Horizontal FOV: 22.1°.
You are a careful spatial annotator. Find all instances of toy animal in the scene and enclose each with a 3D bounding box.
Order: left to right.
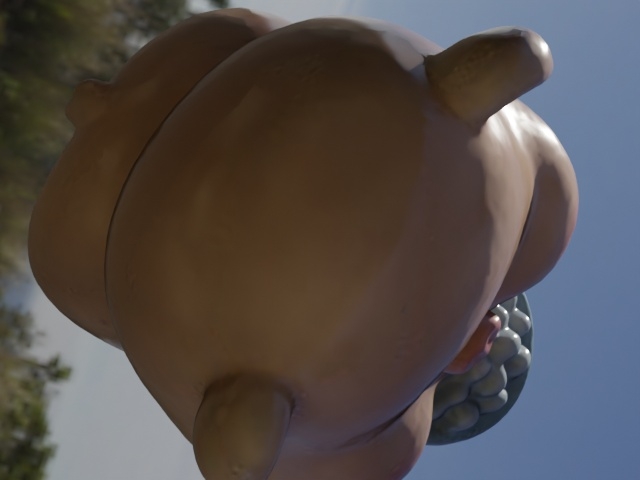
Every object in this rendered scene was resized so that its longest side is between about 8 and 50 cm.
[{"bbox_3d":[-0.016,-0.011,0.710,0.210,0.221,0.229,-56,158,-4],"label":"toy animal"}]
